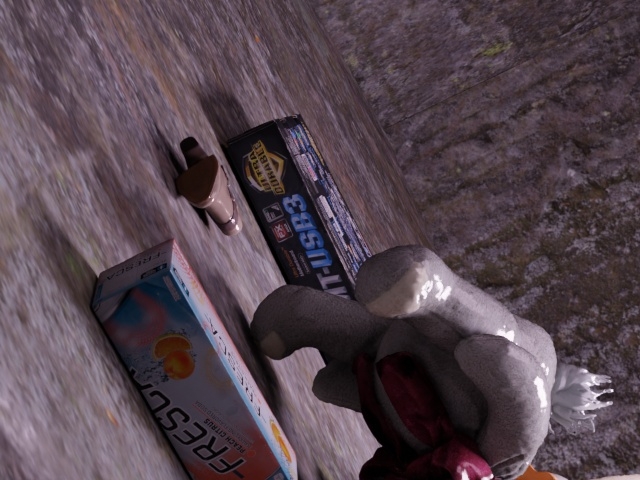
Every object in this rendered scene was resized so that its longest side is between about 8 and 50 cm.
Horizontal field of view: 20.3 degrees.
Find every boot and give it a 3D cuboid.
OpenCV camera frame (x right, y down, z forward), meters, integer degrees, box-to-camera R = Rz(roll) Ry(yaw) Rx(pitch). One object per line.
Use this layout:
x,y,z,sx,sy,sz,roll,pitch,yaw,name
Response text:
-0.095,-0.038,1.600,0.118,0.042,0.087,-105,170,-54,boot

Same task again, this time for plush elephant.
0.093,0.187,1.512,0.330,0.272,0.255,25,69,-28,plush elephant

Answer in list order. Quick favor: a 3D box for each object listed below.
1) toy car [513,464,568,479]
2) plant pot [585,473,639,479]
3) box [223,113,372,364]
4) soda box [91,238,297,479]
0.285,0.343,2.051,0.219,0.210,0.238,-48,115,-40,toy car
0.432,0.545,2.536,0.334,0.334,0.305,56,23,-51,plant pot
0.000,0.000,2.048,0.295,0.073,0.293,64,6,-3,box
-0.079,0.094,1.167,0.183,0.058,0.063,62,8,-19,soda box
